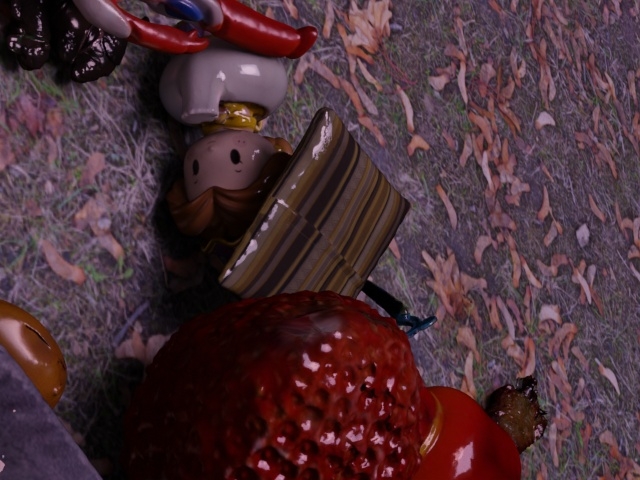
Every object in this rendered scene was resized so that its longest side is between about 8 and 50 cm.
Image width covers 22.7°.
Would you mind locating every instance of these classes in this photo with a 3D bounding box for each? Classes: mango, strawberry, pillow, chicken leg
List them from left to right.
[{"bbox_3d":[-0.268,0.099,1.391,0.127,0.063,0.077,58,45,-20],"label":"mango"},{"bbox_3d":[-0.041,0.157,1.471,0.292,0.292,0.309,-44,140,-53],"label":"strawberry"},{"bbox_3d":[0.000,0.000,1.618,0.208,0.052,0.212,-60,144,-12],"label":"pillow"},{"bbox_3d":[0.223,0.229,2.050,0.253,0.051,0.105,4,67,-53],"label":"chicken leg"}]

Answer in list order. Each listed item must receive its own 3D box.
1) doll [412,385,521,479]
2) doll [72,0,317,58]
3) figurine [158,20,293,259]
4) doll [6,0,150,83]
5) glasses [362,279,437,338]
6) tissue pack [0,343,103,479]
[{"bbox_3d":[0.137,0.262,1.814,0.363,0.160,0.182,49,48,-32],"label":"doll"},{"bbox_3d":[-0.177,-0.267,1.531,0.384,0.099,0.188,0,68,-38],"label":"doll"},{"bbox_3d":[-0.091,-0.098,1.658,0.189,0.142,0.263,16,62,-63],"label":"figurine"},{"bbox_3d":[-0.246,-0.211,1.558,0.139,0.057,0.165,54,40,-28],"label":"doll"},{"bbox_3d":[0.004,0.066,1.800,0.207,0.102,0.239,50,32,15],"label":"glasses"},{"bbox_3d":[-0.252,0.317,1.268,0.394,0.124,0.288,58,36,-22],"label":"tissue pack"}]
